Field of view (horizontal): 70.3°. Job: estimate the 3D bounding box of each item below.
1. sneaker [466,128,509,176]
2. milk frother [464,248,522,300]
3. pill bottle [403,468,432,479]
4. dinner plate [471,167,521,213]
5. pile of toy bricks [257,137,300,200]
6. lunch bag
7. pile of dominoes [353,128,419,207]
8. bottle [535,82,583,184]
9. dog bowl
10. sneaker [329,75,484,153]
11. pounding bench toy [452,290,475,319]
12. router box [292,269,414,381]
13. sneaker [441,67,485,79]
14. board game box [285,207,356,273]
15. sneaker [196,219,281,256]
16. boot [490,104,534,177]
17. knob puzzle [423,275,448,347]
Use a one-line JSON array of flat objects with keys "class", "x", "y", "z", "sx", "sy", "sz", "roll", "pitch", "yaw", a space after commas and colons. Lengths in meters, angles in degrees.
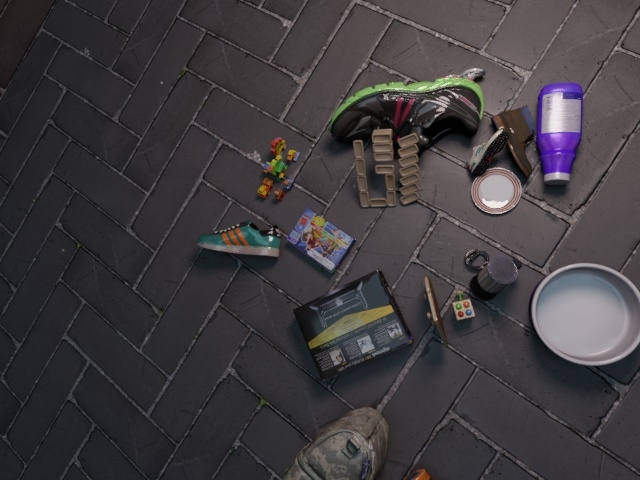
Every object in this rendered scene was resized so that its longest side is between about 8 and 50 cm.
[{"class": "sneaker", "x": 0.488, "y": -0.273, "z": 1.351, "sx": 0.075, "sy": 0.057, "sz": 0.161, "roll": -110, "pitch": 35, "yaw": -42}, {"class": "milk frother", "x": 0.478, "y": 0.076, "z": 1.295, "sx": 0.143, "sy": 0.134, "sz": 0.129, "roll": 42, "pitch": 66, "yaw": 16}, {"class": "pill bottle", "x": 0.323, "y": 0.768, "z": 1.255, "sx": 0.130, "sy": 0.130, "sz": 0.245, "roll": -37, "pitch": 74, "yaw": 10}, {"class": "dinner plate", "x": 0.530, "y": -0.149, "z": 1.372, "sx": 0.141, "sy": 0.017, "sz": 0.141, "roll": -3, "pitch": 81, "yaw": 18}, {"class": "pile of toy bricks", "x": -0.152, "y": -0.245, "z": 1.562, "sx": 0.118, "sy": 0.105, "sz": 0.212, "roll": 24, "pitch": 91, "yaw": 19}, {"class": "lunch bag", "x": 0.068, "y": 0.608, "z": 1.270, "sx": 0.212, "sy": 0.305, "sz": 0.256, "roll": 37, "pitch": 96, "yaw": 18}, {"class": "pile of dominoes", "x": 0.211, "y": -0.221, "z": 1.418, "sx": 0.196, "sy": 0.040, "sz": 0.251, "roll": 1, "pitch": 125, "yaw": 17}, {"class": "bottle", "x": 0.683, "y": -0.304, "z": 1.303, "sx": 0.118, "sy": 0.092, "sz": 0.282, "roll": 2, "pitch": 84, "yaw": 19}, {"class": "dog bowl", "x": 0.706, "y": 0.195, "z": 1.221, "sx": 0.265, "sy": 0.104, "sz": 0.264, "roll": -2, "pitch": 82, "yaw": 18}, {"class": "sneaker", "x": 0.255, "y": -0.367, "z": 1.406, "sx": 0.483, "sy": 0.185, "sz": 0.202, "roll": -6, "pitch": 77, "yaw": 19}, {"class": "pounding bench toy", "x": 0.417, "y": 0.188, "z": 1.337, "sx": 0.052, "sy": 0.065, "sz": 0.083, "roll": -17, "pitch": 77, "yaw": 16}, {"class": "router box", "x": 0.100, "y": 0.265, "z": 1.423, "sx": 0.309, "sy": 0.081, "sz": 0.243, "roll": -27, "pitch": 75, "yaw": 13}, {"class": "sneaker", "x": 0.452, "y": -0.500, "z": 1.434, "sx": 0.135, "sy": 0.052, "sz": 0.058, "roll": -10, "pitch": 89, "yaw": 24}, {"class": "board game box", "x": 0.000, "y": 0.000, "z": 1.516, "sx": 0.201, "sy": 0.035, "sz": 0.136, "roll": 35, "pitch": 94, "yaw": 19}, {"class": "sneaker", "x": -0.280, "y": -0.011, "z": 1.578, "sx": 0.302, "sy": 0.108, "sz": 0.121, "roll": 5, "pitch": 83, "yaw": 11}, {"class": "boot", "x": 0.598, "y": -0.297, "z": 1.336, "sx": 0.106, "sy": 0.082, "sz": 0.219, "roll": -26, "pitch": 74, "yaw": 16}, {"class": "knob puzzle", "x": 0.320, "y": 0.189, "z": 1.313, "sx": 0.030, "sy": 0.213, "sz": 0.213, "roll": -16, "pitch": 78, "yaw": 16}]
